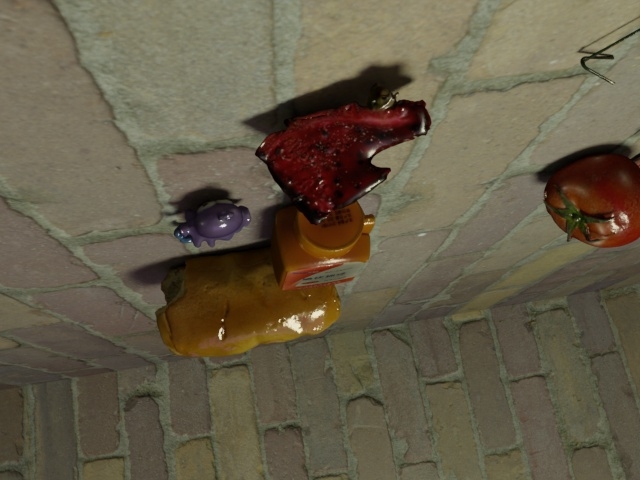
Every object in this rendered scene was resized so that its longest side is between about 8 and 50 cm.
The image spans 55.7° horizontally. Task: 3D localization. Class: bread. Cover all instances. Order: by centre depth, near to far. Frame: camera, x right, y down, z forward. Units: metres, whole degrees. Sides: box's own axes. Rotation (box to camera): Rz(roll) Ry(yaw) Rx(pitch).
[{"bbox_3d":[-0.139,0.112,1.154,0.343,0.195,0.149,-12,170,-3],"label":"bread"}]

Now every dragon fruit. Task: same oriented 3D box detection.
[{"bbox_3d":[0.026,-0.105,0.653,0.192,0.123,0.092,-17,148,31],"label":"dragon fruit"}]

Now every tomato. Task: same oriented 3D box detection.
[{"bbox_3d":[0.464,-0.068,0.995,0.167,0.168,0.167,-9,164,-3],"label":"tomato"}]

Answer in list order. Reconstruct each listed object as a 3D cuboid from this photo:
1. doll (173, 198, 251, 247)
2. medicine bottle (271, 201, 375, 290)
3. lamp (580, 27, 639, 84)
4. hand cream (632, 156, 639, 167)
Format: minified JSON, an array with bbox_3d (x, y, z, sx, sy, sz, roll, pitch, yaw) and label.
[{"bbox_3d":[-0.167,-0.022,0.907,0.109,0.067,0.206,-18,180,-27],"label":"doll"},{"bbox_3d":[0.000,0.001,0.991,0.149,0.112,0.222,-7,164,-10],"label":"medicine bottle"},{"bbox_3d":[0.332,-0.212,0.619,0.054,0.041,0.121,7,155,-25],"label":"lamp"},{"bbox_3d":[0.559,-0.133,1.033,0.052,0.038,0.216,19,166,-1],"label":"hand cream"}]
